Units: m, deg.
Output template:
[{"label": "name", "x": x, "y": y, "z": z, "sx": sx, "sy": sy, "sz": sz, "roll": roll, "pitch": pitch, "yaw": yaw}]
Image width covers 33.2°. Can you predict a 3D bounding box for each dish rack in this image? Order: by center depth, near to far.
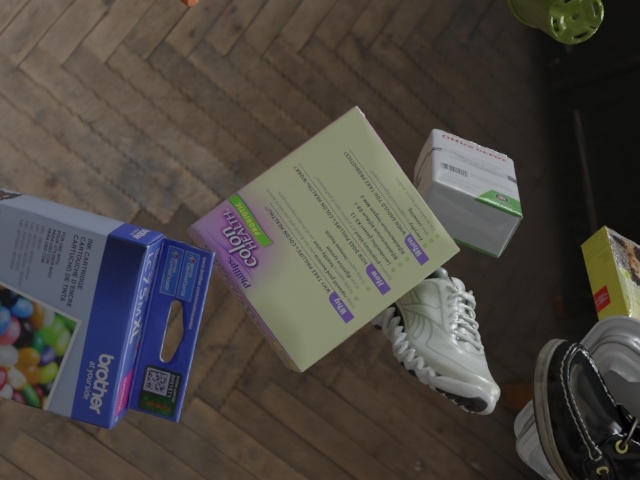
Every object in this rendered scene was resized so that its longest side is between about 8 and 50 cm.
[{"label": "dish rack", "x": 0.433, "y": 0.285, "z": 1.498, "sx": 0.285, "sy": 0.333, "sz": 0.072, "roll": 37, "pitch": 43, "yaw": 11}]

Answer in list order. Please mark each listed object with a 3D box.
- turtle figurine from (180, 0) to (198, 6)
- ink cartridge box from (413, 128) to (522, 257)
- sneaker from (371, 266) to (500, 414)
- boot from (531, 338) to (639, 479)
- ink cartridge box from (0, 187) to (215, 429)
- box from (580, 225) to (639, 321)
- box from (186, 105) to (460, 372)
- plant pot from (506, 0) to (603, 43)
[{"label": "turtle figurine", "x": -0.035, "y": -0.268, "z": 0.663, "sx": 0.087, "sy": 0.270, "sz": 0.217, "roll": -41, "pitch": 123, "yaw": -41}, {"label": "ink cartridge box", "x": 0.243, "y": -0.084, "z": 1.811, "sx": 0.160, "sy": 0.219, "sz": 0.092, "roll": 21, "pitch": 118, "yaw": -5}, {"label": "sneaker", "x": 0.148, "y": 0.110, "z": 1.323, "sx": 0.110, "sy": 0.292, "sz": 0.118, "roll": 36, "pitch": 97, "yaw": -27}, {"label": "boot", "x": 0.441, "y": 0.278, "z": 1.319, "sx": 0.138, "sy": 0.284, "sz": 0.377, "roll": -38, "pitch": 111, "yaw": -44}, {"label": "ink cartridge box", "x": -0.268, "y": 0.057, "z": 1.002, "sx": 0.311, "sy": 0.065, "sz": 0.185, "roll": 15, "pitch": 103, "yaw": 3}, {"label": "box", "x": 0.450, "y": 0.089, "z": 1.585, "sx": 0.087, "sy": 0.058, "sz": 0.232, "roll": 25, "pitch": 40, "yaw": -24}, {"label": "box", "x": 0.000, "y": 0.000, "z": 1.294, "sx": 0.243, "sy": 0.117, "sz": 0.213, "roll": -37, "pitch": 94, "yaw": -11}, {"label": "plant pot", "x": 0.219, "y": -0.215, "z": 0.971, "sx": 0.083, "sy": 0.079, "sz": 0.083, "roll": -4, "pitch": 125, "yaw": -6}]
